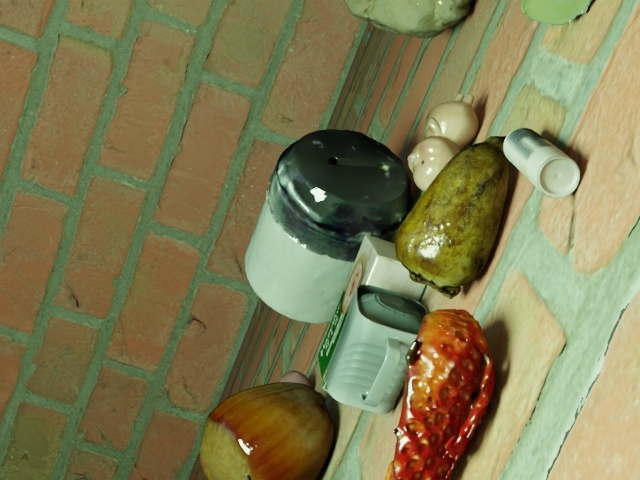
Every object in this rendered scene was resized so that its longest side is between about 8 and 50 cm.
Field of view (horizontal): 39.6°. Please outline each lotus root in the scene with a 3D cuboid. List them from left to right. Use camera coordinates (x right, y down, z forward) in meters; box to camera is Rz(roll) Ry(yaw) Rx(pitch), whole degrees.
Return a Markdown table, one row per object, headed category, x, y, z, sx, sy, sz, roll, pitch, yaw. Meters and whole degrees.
| category | x | y | z | sx | sy | sz | roll | pitch | yaw |
| --- | --- | --- | --- | --- | --- | --- | --- | --- | --- |
| lotus root | 0.149 | -0.037 | 0.949 | 0.108 | 0.094 | 0.190 | 23 | 89 | 47 |

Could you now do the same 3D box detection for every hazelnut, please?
| category | x | y | z | sx | sy | sz | roll | pitch | yaw |
| --- | --- | --- | --- | --- | --- | --- | --- | --- | --- |
| hazelnut | -0.086 | 0.301 | 1.342 | 0.210 | 0.186 | 0.210 | -164 | 90 | -76 |

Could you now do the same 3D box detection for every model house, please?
| category | x | y | z | sx | sy | sz | roll | pitch | yaw |
| --- | --- | --- | --- | --- | --- | --- | --- | --- | --- |
| model house | 0.251 | -0.276 | 0.918 | 0.078 | 0.066 | 0.083 | 124 | 165 | -56 |

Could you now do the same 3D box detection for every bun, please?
| category | x | y | z | sx | sy | sz | roll | pitch | yaw |
| --- | --- | --- | --- | --- | --- | --- | --- | --- | --- |
| bun | 0.166 | -0.451 | 1.455 | 0.281 | 0.205 | 0.281 | -50 | 23 | 30 |

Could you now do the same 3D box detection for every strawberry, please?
| category | x | y | z | sx | sy | sz | roll | pitch | yaw |
| --- | --- | --- | --- | --- | --- | --- | --- | --- | --- |
| strawberry | 0.112 | 0.155 | 0.815 | 0.121 | 0.082 | 0.188 | 3 | -82 | -78 |

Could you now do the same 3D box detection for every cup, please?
| category | x | y | z | sx | sy | sz | roll | pitch | yaw |
| --- | --- | --- | --- | --- | --- | --- | --- | --- | --- |
| cup | 0.069 | 0.136 | 1.057 | 0.128 | 0.095 | 0.129 | -93 | 21 | -65 |

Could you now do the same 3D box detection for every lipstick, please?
| category | x | y | z | sx | sy | sz | roll | pitch | yaw |
| --- | --- | --- | --- | --- | --- | --- | --- | --- | --- |
| lipstick | 0.205 | -0.076 | 0.835 | 0.141 | 0.040 | 0.040 | -92 | 23 | -72 |

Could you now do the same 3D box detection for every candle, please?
| category | x | y | z | sx | sy | sz | roll | pitch | yaw |
| --- | --- | --- | --- | --- | --- | --- | --- | --- | --- |
| candle | 0.000 | 0.000 | 1.414 | 0.221 | 0.221 | 0.342 | -78 | 9 | -46 |

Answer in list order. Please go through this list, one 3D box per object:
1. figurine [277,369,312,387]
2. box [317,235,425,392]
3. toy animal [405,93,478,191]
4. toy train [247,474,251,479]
| category | x | y | z | sx | sy | sz | roll | pitch | yaw |
| --- | --- | --- | --- | --- | --- | --- | --- | --- | --- |
| figurine | -0.047 | 0.273 | 1.601 | 0.083 | 0.067 | 0.071 | -140 | 49 | -65 |
| box | 0.067 | 0.105 | 1.198 | 0.135 | 0.081 | 0.199 | -111 | 44 | -78 |
| toy animal | 0.162 | -0.120 | 1.141 | 0.083 | 0.089 | 0.150 | 36 | -111 | -75 |
| toy train | -0.079 | 0.444 | 1.103 | 0.397 | 0.160 | 0.253 | 126 | 157 | -61 |
